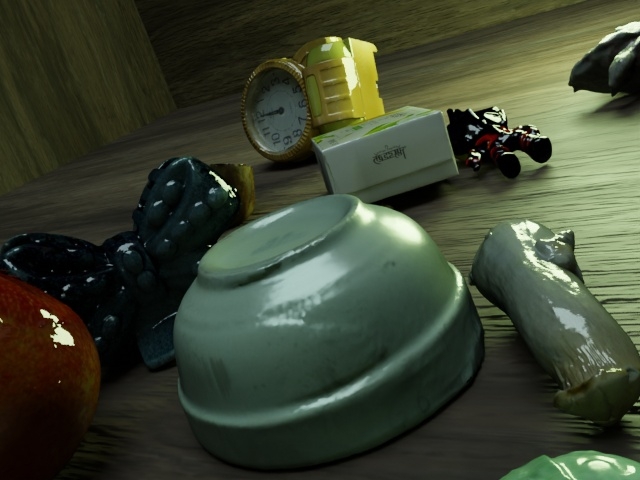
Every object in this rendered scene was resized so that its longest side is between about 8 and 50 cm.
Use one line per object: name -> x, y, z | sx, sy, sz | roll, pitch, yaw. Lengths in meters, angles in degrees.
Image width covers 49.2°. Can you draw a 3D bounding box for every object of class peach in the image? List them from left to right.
peach -> -0.326, 0.139, 0.662 | 0.230, 0.231, 0.231 | -17, 19, 6

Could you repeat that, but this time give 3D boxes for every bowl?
bowl -> -0.011, 0.062, 0.682 | 0.307, 0.163, 0.307 | -20, 18, 7

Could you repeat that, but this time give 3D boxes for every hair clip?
hair clip -> -0.235, 0.037, 0.885 | 0.310, 0.206, 0.194 | -30, 16, -16

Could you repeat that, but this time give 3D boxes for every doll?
doll -> 0.269, -0.164, 1.143 | 0.127, 0.088, 0.249 | -4, 23, -21

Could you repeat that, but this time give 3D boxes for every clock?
clock -> -0.025, -0.299, 1.561 | 0.317, 0.244, 0.200 | -10, 0, 38

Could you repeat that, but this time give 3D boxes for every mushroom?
mushroom -> 0.191, 0.051, 0.598 | 0.099, 0.096, 0.278 | -19, 20, 6

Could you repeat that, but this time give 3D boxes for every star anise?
star anise -> 0.595, -0.345, 1.225 | 0.315, 0.139, 0.359 | -6, 22, 17

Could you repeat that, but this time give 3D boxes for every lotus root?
lotus root -> -0.175, -0.089, 1.281 | 0.095, 0.135, 0.159 | 2, 15, 44

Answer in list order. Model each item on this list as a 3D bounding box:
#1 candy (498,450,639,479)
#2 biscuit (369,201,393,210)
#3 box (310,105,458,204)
candy -> -0.013, 0.235, 0.326 | 0.439, 0.119, 0.119 | -27, 20, -1
biscuit -> -0.005, -0.003, 1.036 | 0.131, 0.026, 0.237 | 3, 30, 44
box -> 0.096, -0.142, 1.163 | 0.194, 0.111, 0.260 | -18, 11, -1
